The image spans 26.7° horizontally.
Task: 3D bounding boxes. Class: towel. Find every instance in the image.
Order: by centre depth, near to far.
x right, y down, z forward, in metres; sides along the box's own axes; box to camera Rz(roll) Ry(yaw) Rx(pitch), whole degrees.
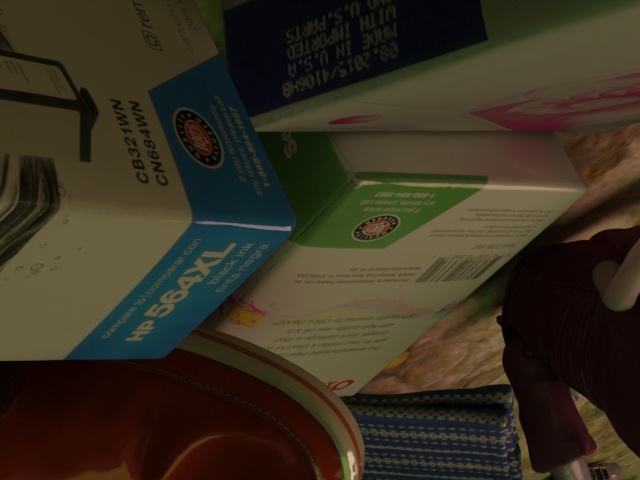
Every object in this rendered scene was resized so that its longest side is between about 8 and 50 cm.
[{"bbox_3d":[0.029,0.158,0.988,0.243,0.040,0.336,1,157,11],"label":"towel"}]

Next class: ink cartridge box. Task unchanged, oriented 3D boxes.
[{"bbox_3d":[-0.127,-0.045,0.407,0.203,0.148,0.086,5,142,-48],"label":"ink cartridge box"},{"bbox_3d":[0.188,-0.100,0.509,0.330,0.071,0.324,-4,174,-41],"label":"ink cartridge box"},{"bbox_3d":[0.000,0.000,0.678,0.154,0.093,0.212,-1,145,-40],"label":"ink cartridge box"}]

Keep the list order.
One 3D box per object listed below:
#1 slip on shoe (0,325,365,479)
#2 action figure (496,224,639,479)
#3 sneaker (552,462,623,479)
[{"bbox_3d":[-0.147,0.097,0.572,0.331,0.101,0.123,5,123,-1],"label":"slip on shoe"},{"bbox_3d":[0.187,0.067,0.838,0.248,0.276,0.370,-57,-159,-8],"label":"action figure"},{"bbox_3d":[0.312,0.276,1.563,0.098,0.038,0.069,-19,155,-12],"label":"sneaker"}]
